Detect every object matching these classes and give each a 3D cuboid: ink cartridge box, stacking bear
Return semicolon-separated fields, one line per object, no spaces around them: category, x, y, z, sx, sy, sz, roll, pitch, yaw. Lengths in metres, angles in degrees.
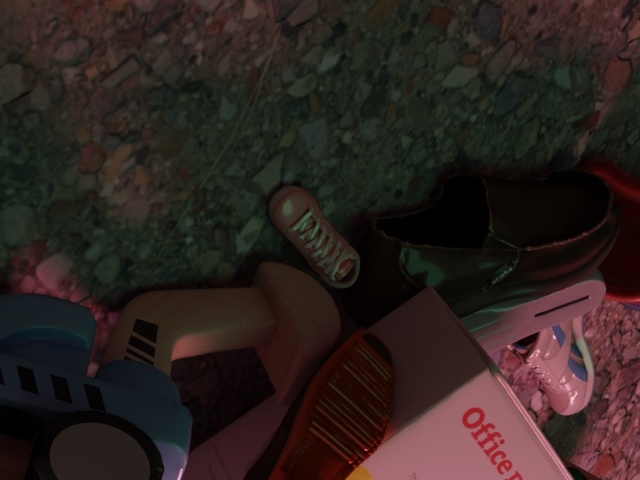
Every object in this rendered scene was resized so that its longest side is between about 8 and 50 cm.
ink cartridge box;0.046;0.273;1.658;0.385;0.160;0.279;-35;129;1
stacking bear;0.427;0.013;1.970;0.289;0.175;0.164;16;87;-59

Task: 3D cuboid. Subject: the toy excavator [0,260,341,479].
toy excavator;-0.194;0.139;1.405;0.433;0.445;0.222;16;128;-11

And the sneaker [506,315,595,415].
sneaker;0.275;0.130;1.964;0.092;0.087;0.228;-29;127;-18

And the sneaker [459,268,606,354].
sneaker;0.194;0.069;1.835;0.258;0.091;0.094;-15;135;-11

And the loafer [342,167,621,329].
loafer;0.190;-0.009;1.733;0.366;0.134;0.130;-23;131;-32

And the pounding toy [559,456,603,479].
pounding toy;0.305;0.348;2.118;0.100;0.130;0.141;-27;135;-46

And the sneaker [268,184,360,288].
sneaker;0.000;0.000;1.604;0.051;0.070;0.134;-43;138;-10

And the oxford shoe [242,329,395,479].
oxford shoe;-0.017;0.193;1.492;0.097;0.098;0.271;48;53;-21
